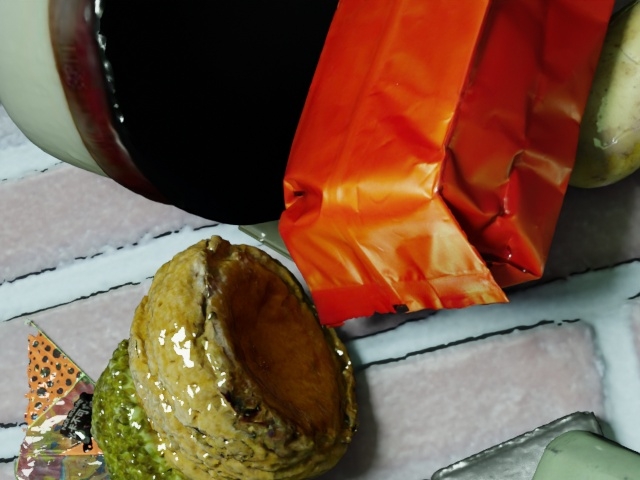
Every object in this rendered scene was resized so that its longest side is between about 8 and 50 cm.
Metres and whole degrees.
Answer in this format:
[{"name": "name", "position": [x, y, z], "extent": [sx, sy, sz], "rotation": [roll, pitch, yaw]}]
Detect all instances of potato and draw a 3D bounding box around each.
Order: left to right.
[{"name": "potato", "position": [0.222, -0.107, 1.217], "extent": [0.170, 0.080, 0.107], "rotation": [-43, 53, -3]}]

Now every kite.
[{"name": "kite", "position": [-0.173, 0.159, 1.276], "extent": [0.125, 0.008, 0.222], "rotation": [-4, 66, 17]}]

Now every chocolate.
[{"name": "chocolate", "position": [-0.124, -0.156, 1.277], "extent": [0.186, 0.283, 0.283], "rotation": [3, 67, 42]}]

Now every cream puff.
[{"name": "cream puff", "position": [-0.089, 0.108, 1.188], "extent": [0.169, 0.183, 0.183], "rotation": [-32, 59, 26]}]

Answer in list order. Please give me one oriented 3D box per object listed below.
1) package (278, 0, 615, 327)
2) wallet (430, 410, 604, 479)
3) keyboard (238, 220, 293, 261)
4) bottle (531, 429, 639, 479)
[{"name": "package", "position": [0.103, -0.144, 1.207], "extent": [0.196, 0.123, 0.423], "rotation": [-8, 56, 50]}, {"name": "wallet", "position": [0.164, 0.238, 1.118], "extent": [0.124, 0.025, 0.244], "rotation": [-25, 64, 10]}, {"name": "keyboard", "position": [0.000, 0.000, 1.284], "extent": [0.129, 0.015, 0.049], "rotation": [29, 84, 27]}, {"name": "bottle", "position": [0.149, 0.294, 1.000], "extent": [0.168, 0.168, 0.347], "rotation": [21, 87, 25]}]
